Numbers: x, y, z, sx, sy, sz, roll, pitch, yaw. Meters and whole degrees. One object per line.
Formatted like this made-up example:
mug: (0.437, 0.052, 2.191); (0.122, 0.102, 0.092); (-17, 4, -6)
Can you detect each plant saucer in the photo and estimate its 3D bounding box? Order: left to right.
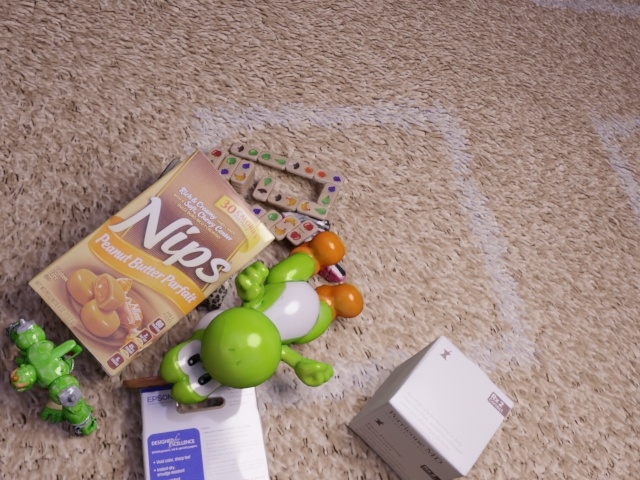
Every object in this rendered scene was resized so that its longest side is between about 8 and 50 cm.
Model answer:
plant saucer: (-0.254, 0.212, 0.917); (0.084, 0.083, 0.013); (-4, 80, -20)

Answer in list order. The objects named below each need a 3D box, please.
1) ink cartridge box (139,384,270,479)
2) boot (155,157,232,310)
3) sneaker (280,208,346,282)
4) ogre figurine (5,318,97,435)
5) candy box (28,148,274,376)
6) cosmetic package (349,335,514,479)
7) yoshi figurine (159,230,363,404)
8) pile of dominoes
ink cartridge box: (-0.156, 0.389, 0.866); (0.176, 0.069, 0.370); (-3, 67, -19)
boot: (-0.220, -0.008, 1.040); (0.179, 0.085, 0.236); (20, 70, -9)
sneaker: (0.000, 0.000, 1.124); (0.075, 0.063, 0.170); (-34, 73, -24)
ogre figurine: (-0.387, 0.183, 0.867); (0.097, 0.118, 0.197); (-12, 67, -24)
candy box: (-0.250, 0.031, 0.933); (0.316, 0.087, 0.183); (-41, 96, -11)
cosmetic package: (0.170, 0.276, 0.963); (0.151, 0.183, 0.151); (43, 59, 8)
yoshi figurine: (-0.064, 0.123, 0.917); (0.204, 0.203, 0.362); (35, 43, 22)
pile of dominoes: (-0.099, -0.099, 1.121); (0.251, 0.040, 0.196); (18, 53, 8)
